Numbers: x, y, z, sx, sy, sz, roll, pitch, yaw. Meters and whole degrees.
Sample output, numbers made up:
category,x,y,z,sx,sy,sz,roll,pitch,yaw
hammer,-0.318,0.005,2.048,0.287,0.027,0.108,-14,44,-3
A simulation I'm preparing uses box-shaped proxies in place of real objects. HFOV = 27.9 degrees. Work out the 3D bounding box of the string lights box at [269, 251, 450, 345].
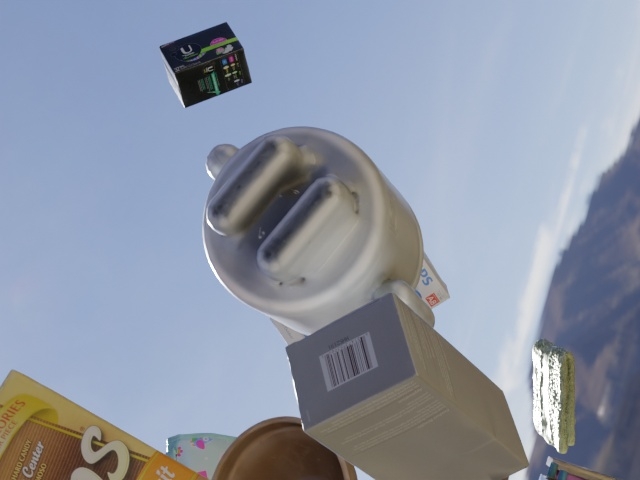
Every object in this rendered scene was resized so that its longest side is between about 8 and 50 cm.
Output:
category,x,y,z,sx,sy,sz,roll,pitch,yaw
string lights box,0.062,0.098,2.072,0.260,0.133,0.077,-33,11,9

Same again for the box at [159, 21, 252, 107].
category,x,y,z,sx,sy,sz,roll,pitch,yaw
box,-0.128,-0.197,1.446,0.083,0.062,0.052,-23,-45,-10

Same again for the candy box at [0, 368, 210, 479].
category,x,y,z,sx,sy,sz,roll,pitch,yaw
candy box,-0.168,0.267,1.076,0.183,0.316,0.087,-60,0,-20

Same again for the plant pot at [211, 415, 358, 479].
category,x,y,z,sx,sy,sz,roll,pitch,yaw
plant pot,-0.034,0.373,1.806,0.110,0.237,0.237,30,-105,-53

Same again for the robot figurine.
category,x,y,z,sx,sy,sz,roll,pitch,yaw
robot figurine,0.000,0.000,1.403,0.200,0.300,0.353,-47,-19,2

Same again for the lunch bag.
category,x,y,z,sx,sy,sz,roll,pitch,yaw
lunch bag,-0.161,0.469,2.306,0.160,0.262,0.223,-42,42,45

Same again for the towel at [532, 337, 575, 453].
category,x,y,z,sx,sy,sz,roll,pitch,yaw
towel,0.331,0.220,1.839,0.110,0.027,0.148,-152,61,-74

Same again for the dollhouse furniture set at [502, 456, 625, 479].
category,x,y,z,sx,sy,sz,roll,pitch,yaw
dollhouse furniture set,0.288,0.374,1.565,0.303,0.286,0.198,66,-139,-84

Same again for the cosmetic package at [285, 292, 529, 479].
category,x,y,z,sx,sy,sz,roll,pitch,yaw
cosmetic package,0.087,0.162,1.228,0.238,0.127,0.107,42,-155,-48
